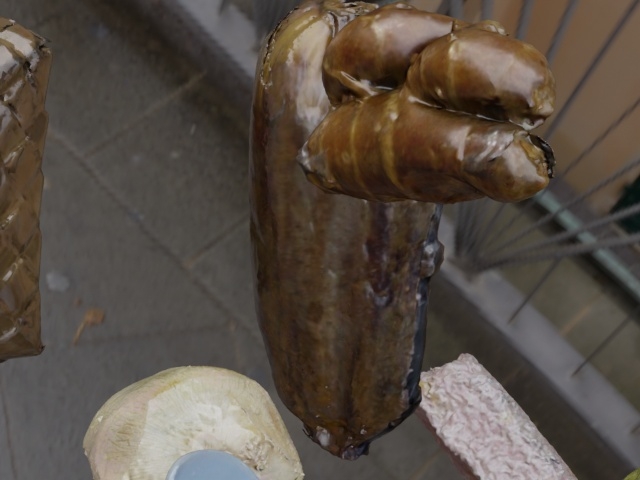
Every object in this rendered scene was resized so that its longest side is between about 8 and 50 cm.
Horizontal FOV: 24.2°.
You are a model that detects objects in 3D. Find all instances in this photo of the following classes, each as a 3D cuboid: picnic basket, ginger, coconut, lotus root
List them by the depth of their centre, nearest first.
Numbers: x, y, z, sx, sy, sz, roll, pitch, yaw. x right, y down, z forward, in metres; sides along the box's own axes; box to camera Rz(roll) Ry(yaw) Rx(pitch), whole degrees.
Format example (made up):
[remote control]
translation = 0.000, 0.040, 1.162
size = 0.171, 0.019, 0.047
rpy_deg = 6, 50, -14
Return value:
[ginger]
translation = 0.061, -0.068, 0.752
size = 0.073, 0.162, 0.103
rpy_deg = 11, 87, -44
[lotus root]
translation = 0.000, 0.001, 1.029
size = 0.167, 0.329, 0.078
rpy_deg = 15, 22, 40
[picnic basket]
translation = -0.396, -0.046, 1.206
size = 0.337, 0.293, 0.337
rpy_deg = -5, 100, -27
[coconut]
translation = -0.176, 0.317, 2.087
size = 0.297, 0.254, 0.297
rpy_deg = -2, 96, -18

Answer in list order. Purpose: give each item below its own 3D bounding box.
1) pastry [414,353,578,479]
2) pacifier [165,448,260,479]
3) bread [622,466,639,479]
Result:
[pastry]
translation = 0.181, 0.223, 1.444
size = 0.112, 0.103, 0.265
rpy_deg = -30, 73, -1
[pacifier]
translation = -0.165, 0.378, 1.632
size = 0.299, 0.233, 0.244
rpy_deg = -51, 124, -44
[bread]
translation = 0.277, 0.217, 0.751
size = 0.348, 0.348, 0.307
rpy_deg = -28, 79, -27
